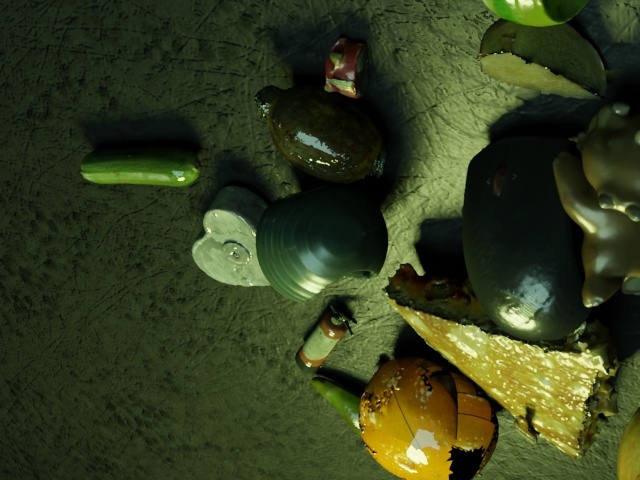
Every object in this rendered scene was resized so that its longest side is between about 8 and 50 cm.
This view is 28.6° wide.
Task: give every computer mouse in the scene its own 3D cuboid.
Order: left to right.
[{"bbox_3d":[0.260,-0.004,1.635,0.170,0.269,0.100,-10,169,39],"label":"computer mouse"}]

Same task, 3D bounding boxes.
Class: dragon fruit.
[{"bbox_3d":[0.032,-0.227,1.699,0.056,0.060,0.083,15,139,14],"label":"dragon fruit"}]

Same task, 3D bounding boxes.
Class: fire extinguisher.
[{"bbox_3d":[0.012,0.163,2.103,0.062,0.050,0.177,54,143,16],"label":"fire extinguisher"}]

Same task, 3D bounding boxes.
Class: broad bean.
[{"bbox_3d":[0.128,0.330,2.186,0.339,0.061,0.077,25,132,8],"label":"broad bean"}]

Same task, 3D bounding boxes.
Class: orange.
[{"bbox_3d":[0.175,0.294,2.030,0.234,0.182,0.234,25,141,22],"label":"orange"}]

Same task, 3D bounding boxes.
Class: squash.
[{"bbox_3d":[-0.286,-0.119,2.001,0.228,0.066,0.066,2,131,31],"label":"squash"}]

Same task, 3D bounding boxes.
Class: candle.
[{"bbox_3d":[-0.118,0.006,2.018,0.168,0.068,0.192,29,143,2],"label":"candle"}]

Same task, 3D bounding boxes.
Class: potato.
[{"bbox_3d":[0.269,-0.237,1.542,0.172,0.089,0.100,16,171,-30],"label":"potato"}]

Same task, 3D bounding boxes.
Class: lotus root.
[{"bbox_3d":[-0.001,-0.151,1.754,0.209,0.120,0.120,28,140,-3],"label":"lotus root"}]

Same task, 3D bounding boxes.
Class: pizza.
[{"bbox_3d":[0.325,0.163,1.811,0.440,0.130,0.406,40,160,-13],"label":"pizza"}]

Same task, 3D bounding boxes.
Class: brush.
[{"bbox_3d":[0.313,0.285,1.922,0.043,0.014,0.170,37,173,19],"label":"brush"}]

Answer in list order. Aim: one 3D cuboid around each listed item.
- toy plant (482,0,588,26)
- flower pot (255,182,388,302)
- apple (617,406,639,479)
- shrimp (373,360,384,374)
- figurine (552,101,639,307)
[{"bbox_3d":[0.161,-0.367,1.424,0.315,0.184,0.224,29,137,29],"label":"toy plant"},{"bbox_3d":[0.000,0.000,1.831,0.243,0.189,0.157,172,82,-73],"label":"flower pot"},{"bbox_3d":[0.555,0.305,1.751,0.264,0.264,0.264,17,137,17],"label":"apple"},{"bbox_3d":[0.108,0.240,2.139,0.038,0.029,0.092,13,142,9],"label":"shrimp"},{"bbox_3d":[0.401,-0.050,1.540,0.173,0.177,0.247,-8,91,41],"label":"figurine"}]
